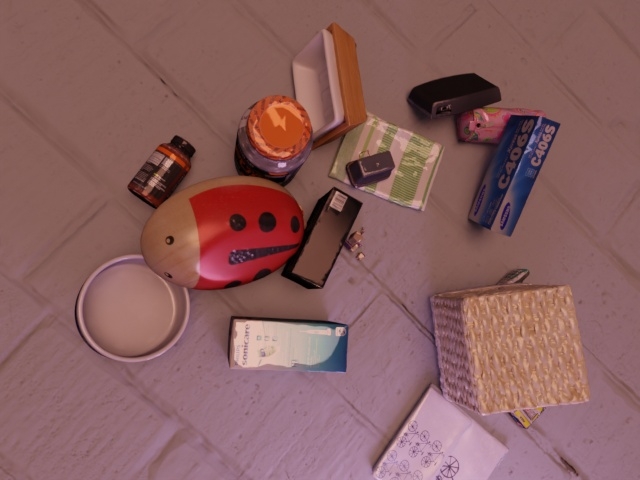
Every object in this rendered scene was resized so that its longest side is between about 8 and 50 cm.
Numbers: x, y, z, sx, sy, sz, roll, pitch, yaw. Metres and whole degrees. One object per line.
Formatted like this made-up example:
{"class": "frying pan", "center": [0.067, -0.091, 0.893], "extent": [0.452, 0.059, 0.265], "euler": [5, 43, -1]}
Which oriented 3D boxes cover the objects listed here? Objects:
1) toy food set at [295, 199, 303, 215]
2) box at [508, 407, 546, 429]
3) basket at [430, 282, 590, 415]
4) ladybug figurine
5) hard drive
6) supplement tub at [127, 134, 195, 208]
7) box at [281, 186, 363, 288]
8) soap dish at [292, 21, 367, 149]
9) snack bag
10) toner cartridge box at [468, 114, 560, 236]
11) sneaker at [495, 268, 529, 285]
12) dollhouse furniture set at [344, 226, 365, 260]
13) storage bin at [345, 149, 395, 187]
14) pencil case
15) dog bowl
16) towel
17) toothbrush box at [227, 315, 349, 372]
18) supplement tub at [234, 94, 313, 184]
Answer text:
{"class": "toy food set", "center": [-0.091, -0.080, 1.394], "extent": [0.083, 0.020, 0.083], "euler": [-35, 92, -14]}
{"class": "box", "center": [0.621, 0.450, 1.486], "extent": [0.159, 0.044, 0.233], "euler": [-40, 93, -14]}
{"class": "basket", "center": [0.517, 0.296, 1.323], "extent": [0.327, 0.266, 0.332], "euler": [-6, 85, -3]}
{"class": "ladybug figurine", "center": [-0.213, -0.005, 1.192], "extent": [0.448, 0.162, 0.305], "euler": [-15, 126, -33]}
{"class": "hard drive", "center": [0.424, -0.465, 1.489], "extent": [0.254, 0.054, 0.172], "euler": [-17, 43, -13]}
{"class": "supplement tub", "center": [-0.427, -0.190, 1.287], "extent": [0.106, 0.106, 0.198], "euler": [35, 77, -7]}
{"class": "box", "center": [0.000, 0.000, 1.323], "extent": [0.103, 0.184, 0.261], "euler": [28, 79, -12]}
{"class": "soap dish", "center": [0.024, -0.434, 1.365], "extent": [0.118, 0.228, 0.291], "euler": [-6, 85, -30]}
{"class": "snack bag", "center": [0.367, 0.662, 1.408], "extent": [0.342, 0.037, 0.323], "euler": [41, 76, -6]}
{"class": "toner cartridge box", "center": [0.578, -0.201, 1.427], "extent": [0.075, 0.165, 0.348], "euler": [17, 103, -11]}
{"class": "sneaker", "center": [0.613, 0.158, 1.514], "extent": [0.166, 0.065, 0.076], "euler": [-38, 101, -6]}
{"class": "dollhouse furniture set", "center": [0.129, -0.005, 1.390], "extent": [0.081, 0.114, 0.091], "euler": [-44, 92, -18]}
{"class": "storage bin", "center": [0.153, -0.225, 1.399], "extent": [0.135, 0.091, 0.098], "euler": [-18, 88, -12]}
{"class": "pencil case", "center": [0.587, -0.372, 1.530], "extent": [0.283, 0.124, 0.124], "euler": [1, 84, -13]}
{"class": "dog bowl", "center": [-0.475, 0.172, 1.193], "extent": [0.264, 0.104, 0.265], "euler": [8, 74, -31]}
{"class": "towel", "center": [0.215, -0.254, 1.476], "extent": [0.324, 0.038, 0.248], "euler": [21, 80, -10]}
{"class": "toothbrush box", "center": [-0.095, 0.272, 1.254], "extent": [0.295, 0.216, 0.126], "euler": [6, 82, -13]}
{"class": "supplement tub", "center": [-0.129, -0.253, 1.253], "extent": [0.193, 0.316, 0.194], "euler": [1, 83, -12]}
